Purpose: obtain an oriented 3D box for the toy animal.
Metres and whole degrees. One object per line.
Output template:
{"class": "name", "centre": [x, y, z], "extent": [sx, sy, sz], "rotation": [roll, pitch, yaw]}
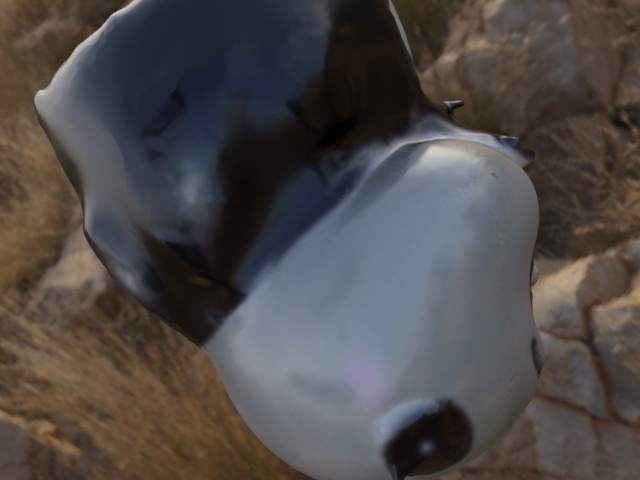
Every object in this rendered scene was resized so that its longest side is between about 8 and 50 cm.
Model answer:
{"class": "toy animal", "centre": [0.000, 0.000, 0.742], "extent": [0.251, 0.310, 0.251], "rotation": [-29, -6, -3]}
